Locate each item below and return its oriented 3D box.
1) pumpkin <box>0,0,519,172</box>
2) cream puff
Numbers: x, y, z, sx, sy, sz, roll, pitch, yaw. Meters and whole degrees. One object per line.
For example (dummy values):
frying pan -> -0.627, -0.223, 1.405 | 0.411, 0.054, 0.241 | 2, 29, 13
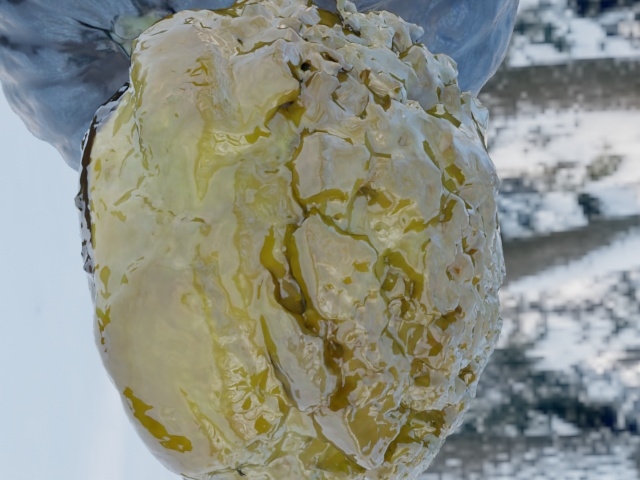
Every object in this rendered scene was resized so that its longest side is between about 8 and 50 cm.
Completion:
pumpkin -> -0.051, -0.179, 0.916 | 0.266, 0.363, 0.363 | -64, 155, -48
cream puff -> 0.000, 0.000, 0.515 | 0.189, 0.129, 0.189 | -10, 90, -76
